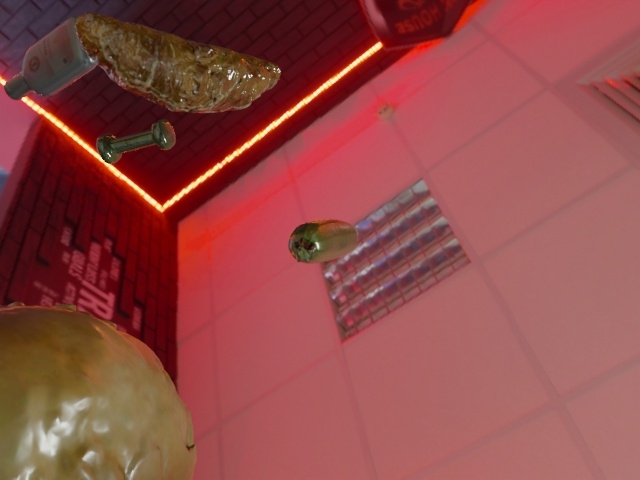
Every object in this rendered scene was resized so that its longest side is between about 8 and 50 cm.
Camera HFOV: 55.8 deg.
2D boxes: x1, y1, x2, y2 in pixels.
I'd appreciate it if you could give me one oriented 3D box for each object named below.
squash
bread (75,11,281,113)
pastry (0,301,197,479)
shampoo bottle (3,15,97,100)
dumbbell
[{"bbox_3d":[0.000,0.000,0.917,0.066,0.252,0.066,1,-87,19],"label":"squash"},{"bbox_3d":[-0.137,-0.172,0.626,0.105,0.233,0.076,29,-69,43],"label":"bread"},{"bbox_3d":[-0.295,0.216,0.471,0.409,0.409,0.245,-44,-111,2],"label":"pastry"},{"bbox_3d":[-0.385,-0.247,0.856,0.165,0.040,0.080,-21,-98,25],"label":"shampoo bottle"},{"bbox_3d":[-0.283,-0.152,0.928,0.118,0.046,0.052,-12,-158,13],"label":"dumbbell"}]
